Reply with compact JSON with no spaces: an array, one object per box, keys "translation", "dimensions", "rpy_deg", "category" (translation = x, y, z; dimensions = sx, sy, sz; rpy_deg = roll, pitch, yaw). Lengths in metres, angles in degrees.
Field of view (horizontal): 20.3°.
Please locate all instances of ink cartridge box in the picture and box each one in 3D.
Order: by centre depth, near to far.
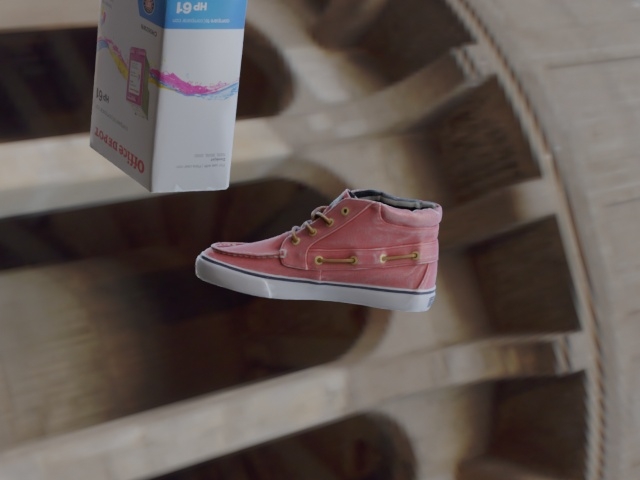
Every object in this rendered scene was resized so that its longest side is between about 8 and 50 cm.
[{"translation":[-0.086,-0.096,0.995],"dimensions":[0.088,0.052,0.122],"rpy_deg":[34,-56,54],"category":"ink cartridge box"}]

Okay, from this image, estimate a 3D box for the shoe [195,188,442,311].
[{"translation":[0.000,0.000,1.310],"dimensions":[0.178,0.063,0.081],"rpy_deg":[7,-77,-2],"category":"shoe"}]
